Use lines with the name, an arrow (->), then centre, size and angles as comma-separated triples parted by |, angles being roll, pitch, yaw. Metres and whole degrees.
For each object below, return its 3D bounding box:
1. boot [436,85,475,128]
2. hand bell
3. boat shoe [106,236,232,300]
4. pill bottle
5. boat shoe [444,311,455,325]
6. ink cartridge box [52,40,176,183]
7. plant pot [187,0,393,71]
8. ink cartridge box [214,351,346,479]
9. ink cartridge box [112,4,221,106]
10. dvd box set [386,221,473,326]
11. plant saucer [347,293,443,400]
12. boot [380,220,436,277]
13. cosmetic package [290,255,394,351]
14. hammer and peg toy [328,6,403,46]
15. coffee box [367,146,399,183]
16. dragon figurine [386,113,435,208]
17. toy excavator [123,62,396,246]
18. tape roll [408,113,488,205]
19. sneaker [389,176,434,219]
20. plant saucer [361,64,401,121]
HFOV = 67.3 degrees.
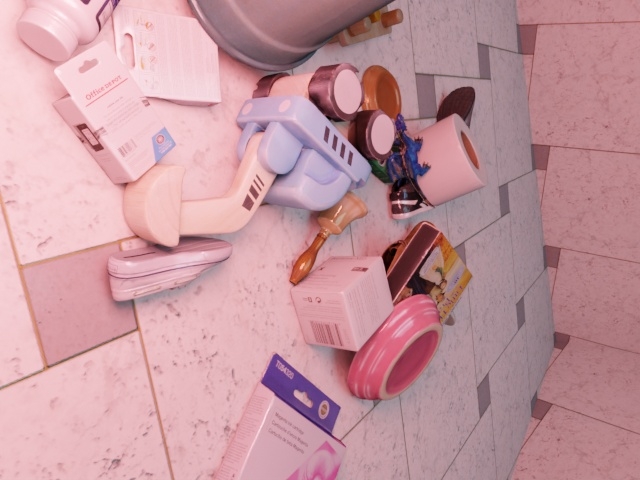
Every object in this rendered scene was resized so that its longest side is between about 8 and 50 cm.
boot -> 0.509, -0.375, 1.781 | 0.223, 0.118, 0.338 | 37, 73, -50
hand bell -> 0.000, 0.000, 1.121 | 0.126, 0.126, 0.242 | 49, 65, -41
boat shoe -> -0.250, 0.045, 0.809 | 0.226, 0.083, 0.075 | -9, 116, -46
pill bottle -> -0.340, -0.334, 0.662 | 0.094, 0.094, 0.169 | 42, 58, -44
boat shoe -> 0.423, 0.206, 1.675 | 0.081, 0.079, 0.227 | -56, 128, -31
ink cartridge box -> -0.315, -0.189, 0.722 | 0.104, 0.060, 0.180 | -55, 131, -36
plant pot -> -0.006, -0.484, 0.781 | 0.341, 0.334, 0.341 | -4, 96, -41
ink cartridge box -> -0.063, 0.465, 1.049 | 0.324, 0.071, 0.330 | 50, 54, -39
ink cartridge box -> -0.262, -0.309, 0.824 | 0.179, 0.045, 0.145 | -7, 97, -35
dvd box set -> 0.297, 0.159, 1.390 | 0.307, 0.062, 0.420 | -55, 145, -3
plant saucer -> 0.217, 0.302, 1.283 | 0.332, 0.084, 0.332 | -29, 139, -29
boot -> 0.267, 0.031, 1.455 | 0.115, 0.112, 0.305 | 55, 52, -29
cosmetic package -> 0.056, 0.141, 1.134 | 0.184, 0.151, 0.151 | -37, 118, -47
hammer and peg toy -> 0.082, -0.684, 1.187 | 0.266, 0.127, 0.361 | -38, 119, -46
coffee box -> 0.164, -0.250, 1.367 | 0.184, 0.040, 0.113 | 28, 68, -50
dragon figurine -> 0.244, -0.214, 1.364 | 0.144, 0.085, 0.289 | -28, 110, -49
toy excavator -> -0.092, -0.137, 0.918 | 0.433, 0.222, 0.445 | 35, 71, -46
tape roll -> 0.395, -0.249, 1.509 | 0.246, 0.169, 0.246 | 37, 41, -40
sneaker -> 0.292, -0.146, 1.503 | 0.217, 0.079, 0.121 | -24, 109, -49
plant saucer -> 0.184, -0.409, 1.397 | 0.200, 0.037, 0.200 | -1, 92, -53
